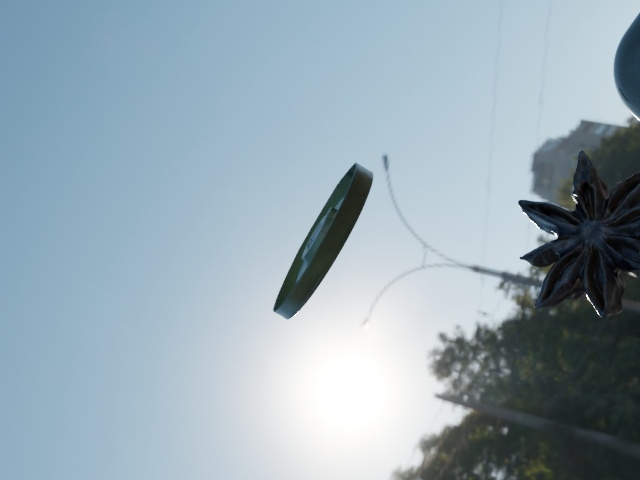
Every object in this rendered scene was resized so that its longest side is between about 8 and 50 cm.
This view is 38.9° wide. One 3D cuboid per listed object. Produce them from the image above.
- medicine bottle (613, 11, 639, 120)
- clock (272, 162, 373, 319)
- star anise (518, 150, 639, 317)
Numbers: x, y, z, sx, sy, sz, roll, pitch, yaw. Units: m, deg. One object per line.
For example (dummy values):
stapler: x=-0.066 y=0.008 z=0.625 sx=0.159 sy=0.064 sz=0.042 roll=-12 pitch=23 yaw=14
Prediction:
medicine bottle: x=0.433 y=-0.107 z=0.710 sx=0.123 sy=0.375 sz=0.282 roll=-16 pitch=-32 yaw=-51
clock: x=0.000 y=0.000 z=1.228 sx=0.235 sy=0.029 sz=0.235 roll=-58 pitch=7 yaw=12
star anise: x=0.346 y=0.004 z=1.080 sx=0.230 sy=0.262 sz=0.081 roll=-48 pitch=-49 yaw=-4
